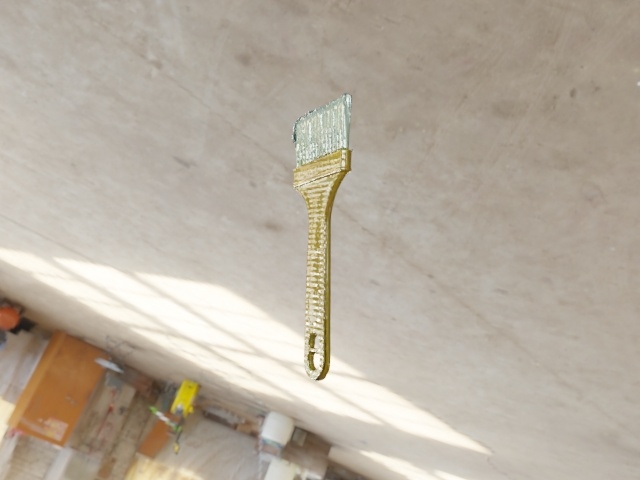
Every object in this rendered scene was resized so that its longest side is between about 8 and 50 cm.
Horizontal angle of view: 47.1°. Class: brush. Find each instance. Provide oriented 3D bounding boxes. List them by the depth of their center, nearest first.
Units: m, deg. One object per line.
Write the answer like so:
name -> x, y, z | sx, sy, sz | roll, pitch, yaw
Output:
brush -> 0.000, 0.000, 0.576 | 0.010, 0.218, 0.082 | 4, 172, -31
